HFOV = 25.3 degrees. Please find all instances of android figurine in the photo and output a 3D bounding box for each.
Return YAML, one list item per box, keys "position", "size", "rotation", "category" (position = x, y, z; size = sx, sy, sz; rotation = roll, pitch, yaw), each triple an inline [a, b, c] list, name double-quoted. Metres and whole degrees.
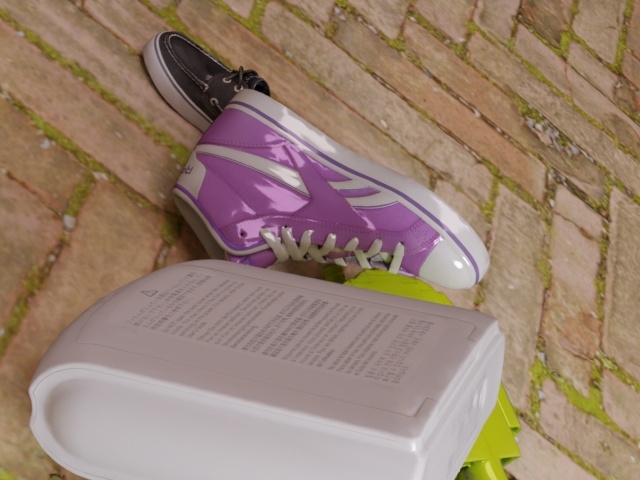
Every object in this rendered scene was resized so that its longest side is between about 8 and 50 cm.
- position: [0.080, 0.135, 1.291]
  size: [0.248, 0.056, 0.272]
  rotation: [0, 56, -43]
  category: "android figurine"

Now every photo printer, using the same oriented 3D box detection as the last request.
- position: [-0.041, 0.106, 1.048]
  size: [0.308, 0.107, 0.256]
  rotation: [11, 21, 16]
  category: "photo printer"

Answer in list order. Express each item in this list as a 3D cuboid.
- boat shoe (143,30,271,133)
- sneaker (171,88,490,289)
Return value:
- position: [-0.074, -0.127, 1.374]
  size: [0.228, 0.076, 0.080]
  rotation: [50, 37, 6]
  category: "boat shoe"
- position: [0.000, 0.000, 1.270]
  size: [0.282, 0.102, 0.161]
  rotation: [29, 65, 11]
  category: "sneaker"
